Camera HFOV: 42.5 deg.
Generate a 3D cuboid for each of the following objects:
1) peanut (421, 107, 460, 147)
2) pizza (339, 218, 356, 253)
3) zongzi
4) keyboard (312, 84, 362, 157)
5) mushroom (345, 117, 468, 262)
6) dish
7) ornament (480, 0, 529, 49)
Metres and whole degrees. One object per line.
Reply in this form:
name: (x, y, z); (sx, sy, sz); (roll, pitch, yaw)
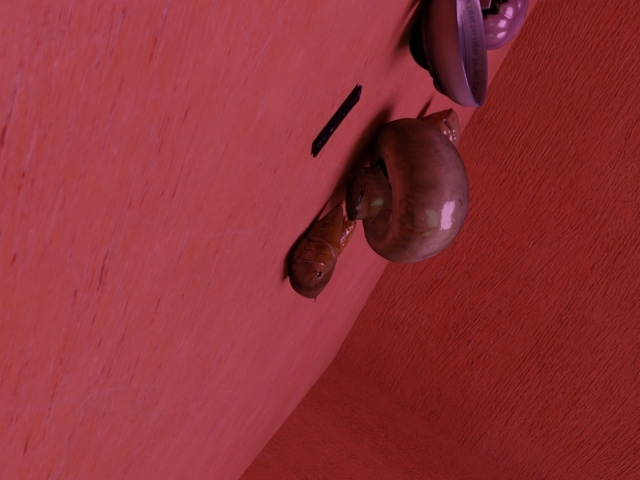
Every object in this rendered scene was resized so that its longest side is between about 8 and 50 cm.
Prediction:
peanut: (0.297, -0.229, 2.400); (0.174, 0.158, 0.340); (35, 83, -51)
pizza: (0.048, 0.004, 2.227); (0.160, 0.036, 0.099); (-57, 170, 4)
zongzi: (0.000, 0.025, 1.905); (0.197, 0.099, 0.194); (-61, 173, -26)
keyboard: (0.031, -0.218, 1.503); (0.155, 0.010, 0.053); (-54, 171, -20)
mushroom: (0.197, -0.116, 1.911); (0.352, 0.260, 0.352); (-178, -90, -77)
dish: (0.242, -0.394, 1.637); (0.273, 0.134, 0.273); (-5, 90, -68)
ornament: (0.377, -0.527, 1.863); (0.177, 0.177, 0.177); (-55, 170, -14)
